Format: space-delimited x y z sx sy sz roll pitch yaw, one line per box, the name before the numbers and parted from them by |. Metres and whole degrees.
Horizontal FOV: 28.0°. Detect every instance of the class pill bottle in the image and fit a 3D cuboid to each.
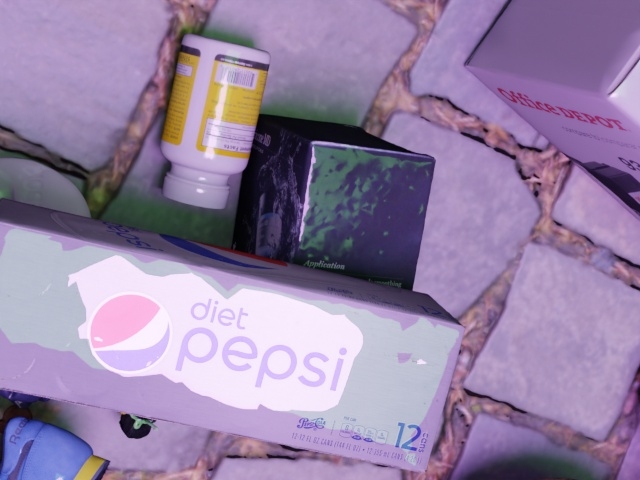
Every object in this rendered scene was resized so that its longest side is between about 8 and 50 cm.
pill bottle | -0.078 -0.084 0.910 0.065 0.065 0.116 11 98 -22

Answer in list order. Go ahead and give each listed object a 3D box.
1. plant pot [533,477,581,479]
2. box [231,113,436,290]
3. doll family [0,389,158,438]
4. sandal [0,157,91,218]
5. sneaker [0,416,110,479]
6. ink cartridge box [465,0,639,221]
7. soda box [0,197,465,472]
plant pot | 0.163 0.297 1.061 0.237 0.110 0.237 -5 104 -20
box | 0.000 0.000 0.909 0.093 0.156 0.158 6 100 -19
doll family | -0.156 0.092 0.923 0.193 0.076 0.111 13 102 -17
sandal | -0.335 0.082 0.827 0.416 0.169 0.102 -23 140 -12
sneaker | -0.222 0.203 0.906 0.082 0.069 0.209 31 122 0
ink cartridge box | 0.291 -0.079 0.958 0.307 0.223 0.129 37 89 -23
soda box | -0.065 0.056 0.775 0.286 0.091 0.098 13 98 -12
